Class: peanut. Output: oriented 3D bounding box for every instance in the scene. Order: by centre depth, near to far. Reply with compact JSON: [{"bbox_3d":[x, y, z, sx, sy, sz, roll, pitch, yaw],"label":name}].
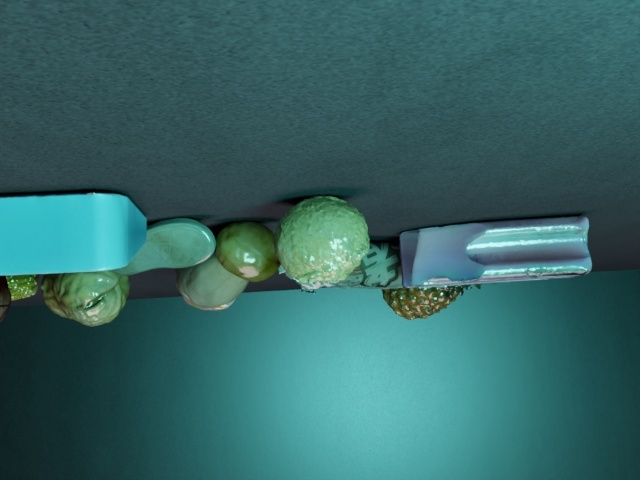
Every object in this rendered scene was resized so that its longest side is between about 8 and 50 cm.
[{"bbox_3d":[-0.455,0.090,1.552,0.149,0.149,0.313,0,175,-30],"label":"peanut"}]

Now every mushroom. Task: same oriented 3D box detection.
[{"bbox_3d":[-0.168,0.046,1.368,0.128,0.128,0.350,0,168,-26],"label":"mushroom"}]

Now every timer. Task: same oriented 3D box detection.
[{"bbox_3d":[-0.346,0.000,1.024,0.231,0.092,0.250,-3,177,-4],"label":"timer"}]

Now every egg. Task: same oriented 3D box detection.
[{"bbox_3d":[0.000,0.000,1.060,0.140,0.116,0.118,-4,-158,38],"label":"egg"}]

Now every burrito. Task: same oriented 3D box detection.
[{"bbox_3d":[0.078,0.050,1.593,0.445,0.101,0.139,2,-172,-39],"label":"burrito"}]

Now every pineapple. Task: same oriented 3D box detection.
[{"bbox_3d":[0.283,0.076,1.802,0.169,0.169,0.340,1,164,-31],"label":"pineapple"}]

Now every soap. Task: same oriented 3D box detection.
[{"bbox_3d":[0.308,0.025,1.473,0.323,0.109,0.193,-5,173,4],"label":"soap"}]

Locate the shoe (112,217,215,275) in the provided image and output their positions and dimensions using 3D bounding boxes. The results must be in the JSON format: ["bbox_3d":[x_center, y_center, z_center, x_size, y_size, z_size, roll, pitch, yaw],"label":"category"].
[{"bbox_3d":[-0.239,0.001,1.225,0.195,0.079,0.078,-15,-155,24],"label":"shoe"}]

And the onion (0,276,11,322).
[{"bbox_3d":[-0.662,0.112,1.368,0.252,0.219,0.252,-43,-174,6],"label":"onion"}]

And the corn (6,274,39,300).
[{"bbox_3d":[-0.700,0.082,1.533,0.319,0.097,0.097,-1,173,-39],"label":"corn"}]

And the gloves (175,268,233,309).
[{"bbox_3d":[-0.253,0.101,1.814,0.145,0.126,0.241,-9,166,1],"label":"gloves"}]
